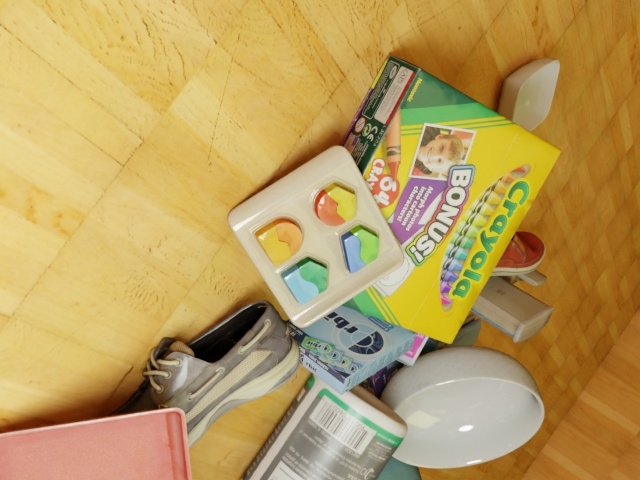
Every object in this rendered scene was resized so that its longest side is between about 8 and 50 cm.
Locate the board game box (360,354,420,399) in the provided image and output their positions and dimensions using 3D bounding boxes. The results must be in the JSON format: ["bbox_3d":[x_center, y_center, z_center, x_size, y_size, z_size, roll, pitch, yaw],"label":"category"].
[{"bbox_3d":[0.147,0.272,1.845,0.141,0.048,0.170,-44,147,-23],"label":"board game box"}]

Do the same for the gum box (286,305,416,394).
[{"bbox_3d":[0.042,0.163,1.484,0.184,0.157,0.041,-25,138,-42],"label":"gum box"}]

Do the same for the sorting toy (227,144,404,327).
[{"bbox_3d":[0.000,0.000,1.242,0.193,0.038,0.208,-32,115,-3],"label":"sorting toy"}]

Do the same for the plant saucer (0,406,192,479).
[{"bbox_3d":[-0.292,0.328,1.124,0.259,0.048,0.259,-7,113,-12],"label":"plant saucer"}]

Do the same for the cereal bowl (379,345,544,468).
[{"bbox_3d":[0.276,0.321,1.803,0.338,0.141,0.339,-3,138,-3],"label":"cereal bowl"}]

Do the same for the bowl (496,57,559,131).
[{"bbox_3d":[0.382,-0.270,1.659,0.142,0.053,0.142,-33,143,-33],"label":"bowl"}]

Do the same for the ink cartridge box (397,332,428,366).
[{"bbox_3d":[0.201,0.054,1.605,0.311,0.065,0.186,-60,-169,10],"label":"ink cartridge box"}]

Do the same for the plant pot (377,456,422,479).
[{"bbox_3d":[0.109,0.544,1.904,0.290,0.195,0.290,-35,144,-31],"label":"plant pot"}]

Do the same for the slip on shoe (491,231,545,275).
[{"bbox_3d":[0.385,0.007,1.873,0.331,0.123,0.101,-3,118,-48],"label":"slip on shoe"}]

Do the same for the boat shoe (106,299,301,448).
[{"bbox_3d":[-0.194,0.195,1.240,0.355,0.132,0.130,-31,116,-29],"label":"boat shoe"}]

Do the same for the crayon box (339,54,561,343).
[{"bbox_3d":[0.157,-0.051,1.373,0.313,0.106,0.363,22,102,-32],"label":"crayon box"}]

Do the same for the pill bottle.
[{"bbox_3d":[-0.020,0.428,1.601,0.361,0.204,0.204,-55,150,0],"label":"pill bottle"}]

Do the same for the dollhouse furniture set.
[{"bbox_3d":[0.376,0.226,1.980,0.286,0.198,0.303,-19,134,-46],"label":"dollhouse furniture set"}]
